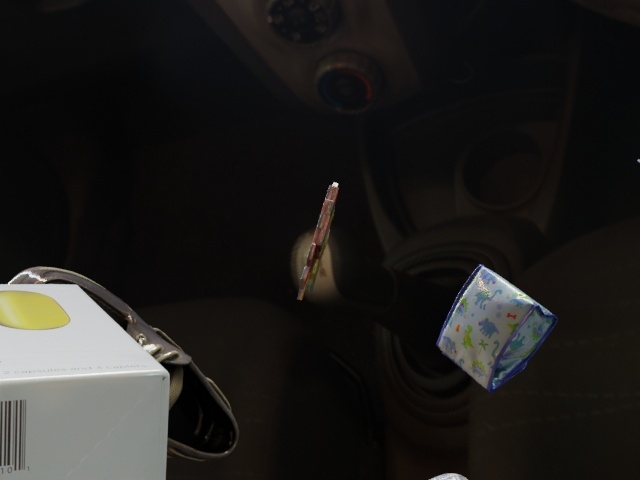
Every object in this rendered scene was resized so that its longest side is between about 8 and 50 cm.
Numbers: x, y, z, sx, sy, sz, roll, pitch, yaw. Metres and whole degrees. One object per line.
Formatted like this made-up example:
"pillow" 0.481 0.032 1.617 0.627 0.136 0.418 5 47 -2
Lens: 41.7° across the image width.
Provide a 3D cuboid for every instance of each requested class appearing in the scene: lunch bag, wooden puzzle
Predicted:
"lunch bag" 0.261 0.137 1.283 0.151 0.096 0.129 -55 43 5
"wooden puzzle" 0.000 0.000 0.502 0.006 0.049 0.083 15 66 3

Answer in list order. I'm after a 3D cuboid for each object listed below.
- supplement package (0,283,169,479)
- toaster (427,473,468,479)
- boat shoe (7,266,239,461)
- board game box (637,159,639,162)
"supplement package" -0.230 0.146 0.529 0.263 0.199 0.198 16 104 63
"toaster" 0.169 0.458 1.271 0.227 0.129 0.146 -27 24 3
"boat shoe" -0.203 0.143 0.937 0.130 0.355 0.132 5 61 35
"board game box" 0.340 -0.026 0.695 0.133 0.169 0.033 -131 56 -66
